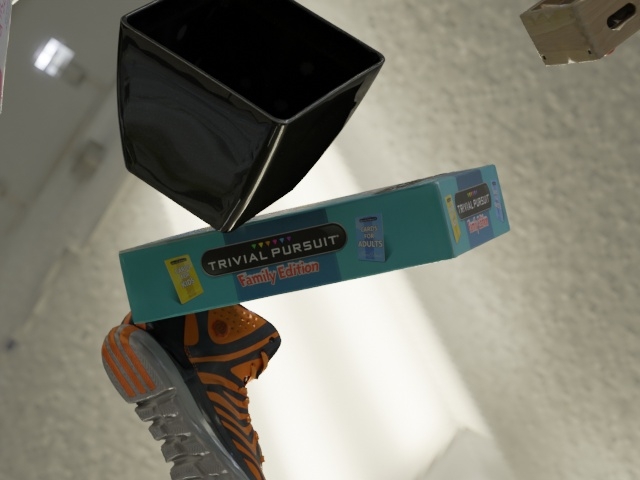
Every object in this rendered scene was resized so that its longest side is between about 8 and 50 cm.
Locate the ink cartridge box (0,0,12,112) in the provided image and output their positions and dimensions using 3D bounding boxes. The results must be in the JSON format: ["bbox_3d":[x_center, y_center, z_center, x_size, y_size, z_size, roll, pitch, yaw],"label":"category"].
[{"bbox_3d":[-0.470,-0.179,1.913,0.311,0.065,0.186,-7,-135,3],"label":"ink cartridge box"}]

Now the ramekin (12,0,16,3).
[{"bbox_3d":[-0.384,-0.391,2.240,0.277,0.135,0.277,-38,-150,27],"label":"ramekin"}]

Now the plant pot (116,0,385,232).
[{"bbox_3d":[-0.082,-0.123,1.783,0.188,0.187,0.167,-37,155,-49],"label":"plant pot"}]

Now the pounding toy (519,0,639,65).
[{"bbox_3d":[0.336,-0.258,2.204,0.141,0.100,0.130,-35,-164,-21],"label":"pounding toy"}]

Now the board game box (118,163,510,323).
[{"bbox_3d":[0.000,0.000,1.943,0.336,0.079,0.254,-12,-178,18],"label":"board game box"}]

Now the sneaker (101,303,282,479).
[{"bbox_3d":[-0.091,0.190,2.098,0.124,0.321,0.180,-15,-162,47],"label":"sneaker"}]
